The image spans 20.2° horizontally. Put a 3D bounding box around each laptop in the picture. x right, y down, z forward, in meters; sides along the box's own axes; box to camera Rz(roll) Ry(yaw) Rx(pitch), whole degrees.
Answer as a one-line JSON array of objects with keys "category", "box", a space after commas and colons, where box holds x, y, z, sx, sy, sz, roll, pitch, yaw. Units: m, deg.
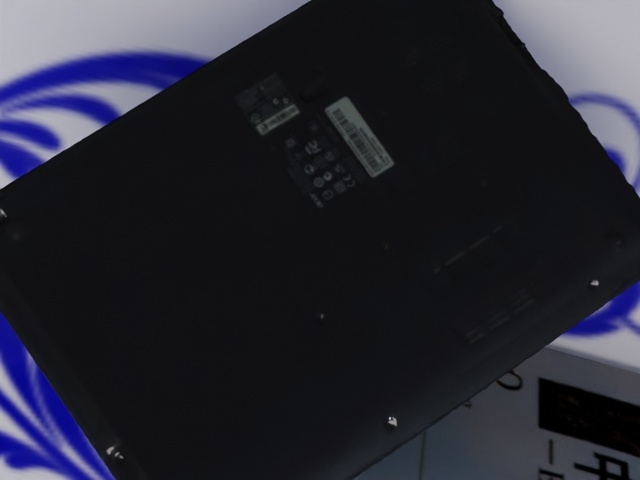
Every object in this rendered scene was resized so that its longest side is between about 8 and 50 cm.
[{"category": "laptop", "box": [0.000, 0.000, 0.532, 0.180, 0.016, 0.129, -34, 82, -13]}]

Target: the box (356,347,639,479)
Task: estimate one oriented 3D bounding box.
[{"category": "box", "box": [0.058, 0.100, 0.596, 0.243, 0.155, 0.067, 17, 125, -2]}]
